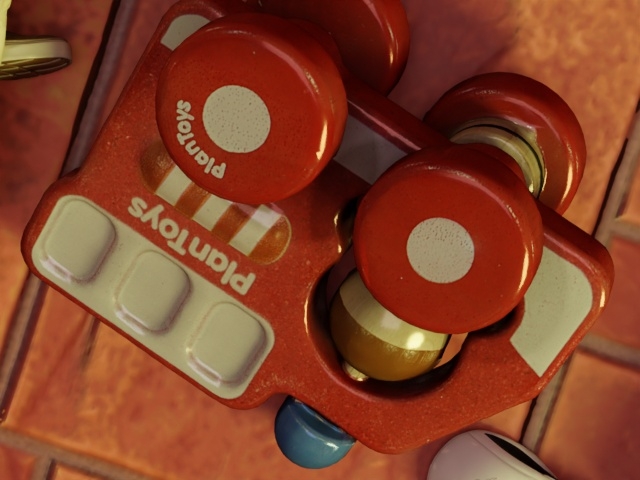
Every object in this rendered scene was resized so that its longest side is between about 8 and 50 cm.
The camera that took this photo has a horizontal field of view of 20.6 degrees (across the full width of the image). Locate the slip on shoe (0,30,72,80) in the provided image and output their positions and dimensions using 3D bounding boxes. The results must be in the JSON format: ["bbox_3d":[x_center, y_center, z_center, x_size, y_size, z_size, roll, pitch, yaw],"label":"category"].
[{"bbox_3d":[-0.217,-0.119,1.060,0.135,0.051,0.041,-4,82,10],"label":"slip on shoe"}]

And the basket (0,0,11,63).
[{"bbox_3d":[-0.328,-0.148,0.858,0.266,0.328,0.331,26,120,13],"label":"basket"}]

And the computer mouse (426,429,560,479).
[{"bbox_3d":[0.147,0.189,1.057,0.193,0.042,0.106,34,96,1],"label":"computer mouse"}]

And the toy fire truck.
[{"bbox_3d":[0.000,0.000,1.012,0.302,0.169,0.254,35,119,1],"label":"toy fire truck"}]
